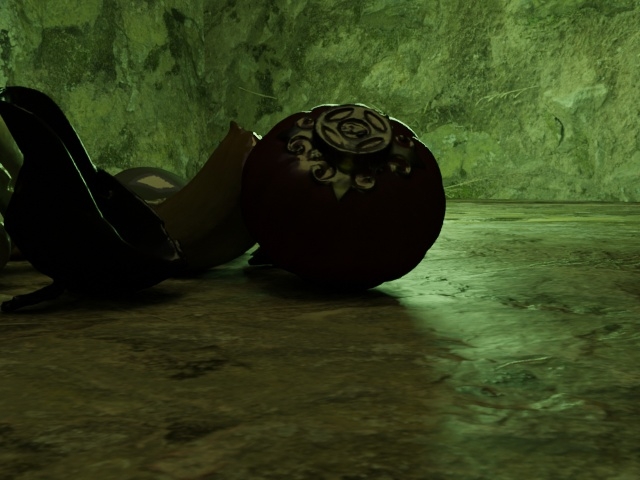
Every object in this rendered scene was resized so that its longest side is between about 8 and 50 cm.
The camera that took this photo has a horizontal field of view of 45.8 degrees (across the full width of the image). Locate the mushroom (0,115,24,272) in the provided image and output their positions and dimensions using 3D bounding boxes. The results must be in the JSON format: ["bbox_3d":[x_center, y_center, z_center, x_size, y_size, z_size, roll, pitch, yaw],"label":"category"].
[{"bbox_3d":[-0.583,-0.054,1.224,0.314,0.314,0.336,-6,34,-41],"label":"mushroom"}]

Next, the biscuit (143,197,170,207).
[{"bbox_3d":[-0.313,-0.019,1.417,0.426,0.078,0.144,-3,-23,-25],"label":"biscuit"}]

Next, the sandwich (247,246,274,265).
[{"bbox_3d":[0.000,0.000,1.342,0.258,0.096,0.094,2,1,2],"label":"sandwich"}]

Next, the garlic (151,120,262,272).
[{"bbox_3d":[-0.202,-0.035,1.280,0.338,0.196,0.151,-41,-25,1],"label":"garlic"}]

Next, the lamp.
[{"bbox_3d":[0.033,-0.065,1.113,0.303,0.257,0.303,5,44,-5],"label":"lamp"}]

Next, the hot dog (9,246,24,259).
[{"bbox_3d":[-0.566,-0.002,1.559,0.092,0.062,0.236,2,9,24],"label":"hot dog"}]

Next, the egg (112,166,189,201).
[{"bbox_3d":[-0.357,-0.068,1.601,0.232,0.176,0.176,0,6,18],"label":"egg"}]

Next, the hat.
[{"bbox_3d":[-0.366,-0.032,1.029,0.209,0.336,0.238,-38,26,3],"label":"hat"}]
